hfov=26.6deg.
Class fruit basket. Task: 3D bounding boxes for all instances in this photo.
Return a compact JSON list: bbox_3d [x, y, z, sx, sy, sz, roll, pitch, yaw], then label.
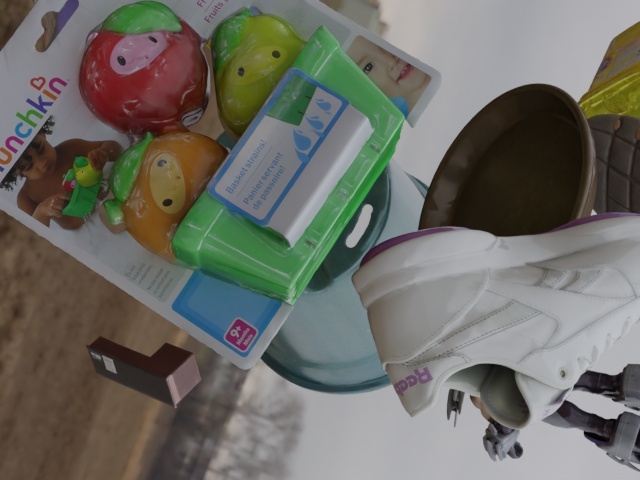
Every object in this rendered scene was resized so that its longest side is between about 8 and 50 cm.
[{"bbox_3d":[-0.118,-0.113,1.202,0.327,0.353,0.165,-55,180,-12],"label":"fruit basket"}]

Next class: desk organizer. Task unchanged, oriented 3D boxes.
[{"bbox_3d":[-0.206,0.143,1.577,0.050,0.130,0.047,-44,137,-36],"label":"desk organizer"}]

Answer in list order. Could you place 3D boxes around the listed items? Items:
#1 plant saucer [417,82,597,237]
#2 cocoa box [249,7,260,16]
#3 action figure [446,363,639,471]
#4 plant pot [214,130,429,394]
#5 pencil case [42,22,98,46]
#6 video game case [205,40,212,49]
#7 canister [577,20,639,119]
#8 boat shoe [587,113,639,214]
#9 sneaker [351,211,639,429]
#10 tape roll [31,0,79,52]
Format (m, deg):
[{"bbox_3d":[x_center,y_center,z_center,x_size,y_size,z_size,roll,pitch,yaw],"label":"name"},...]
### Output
[{"bbox_3d":[0.205,-0.037,1.477,0.278,0.041,0.278,-39,-141,41],"label":"plant saucer"},{"bbox_3d":[-0.153,-0.433,1.685,0.231,0.347,0.228,167,-60,-72],"label":"cocoa box"},{"bbox_3d":[0.259,0.174,1.542,0.099,0.285,0.185,80,29,-64],"label":"action figure"},{"bbox_3d":[0.000,0.000,1.749,0.334,0.341,0.341,51,57,-67],"label":"plant pot"},{"bbox_3d":[-0.378,-0.253,2.145,0.095,0.098,0.209,-76,160,-72],"label":"pencil case"},{"bbox_3d":[-0.159,-0.342,1.978,0.035,0.248,0.275,-55,-178,-12],"label":"video game case"},{"bbox_3d":[0.384,-0.200,1.626,0.126,0.073,0.170,-30,-161,41],"label":"canister"},{"bbox_3d":[0.428,-0.013,1.503,0.132,0.355,0.130,-53,161,1],"label":"boat shoe"},{"bbox_3d":[0.173,0.063,1.010,0.114,0.305,0.152,129,-49,-62],"label":"sneaker"},{"bbox_3d":[-0.402,-0.273,1.707,0.189,0.189,0.080,-70,-165,-14],"label":"tape roll"}]
